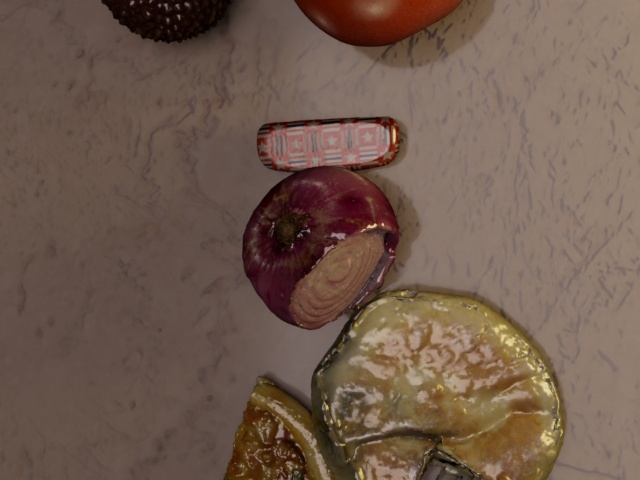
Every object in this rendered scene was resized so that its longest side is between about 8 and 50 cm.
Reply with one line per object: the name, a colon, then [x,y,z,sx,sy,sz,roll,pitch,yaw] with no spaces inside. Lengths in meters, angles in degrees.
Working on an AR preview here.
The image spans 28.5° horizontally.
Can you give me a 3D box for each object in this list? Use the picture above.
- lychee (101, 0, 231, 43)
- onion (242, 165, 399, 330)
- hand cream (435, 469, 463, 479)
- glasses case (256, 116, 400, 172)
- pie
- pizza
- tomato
lychee: [-0.205,-0.350,1.679,0.188,0.188,0.188,0,92,13]
onion: [-0.009,-0.002,1.645,0.200,0.200,0.207,35,126,10]
hand cream: [0.152,0.402,1.686,0.075,0.052,0.248,27,104,34]
glasses case: [0.012,-0.127,1.695,0.194,0.049,0.073,-1,92,13]
pie: [0.150,0.213,1.627,0.337,0.075,0.338,0,76,1]
pizza: [-0.064,0.332,1.722,0.197,0.058,0.292,-18,87,14]
tomato: [0.077,-0.363,1.576,0.255,0.256,0.225,-26,103,13]
